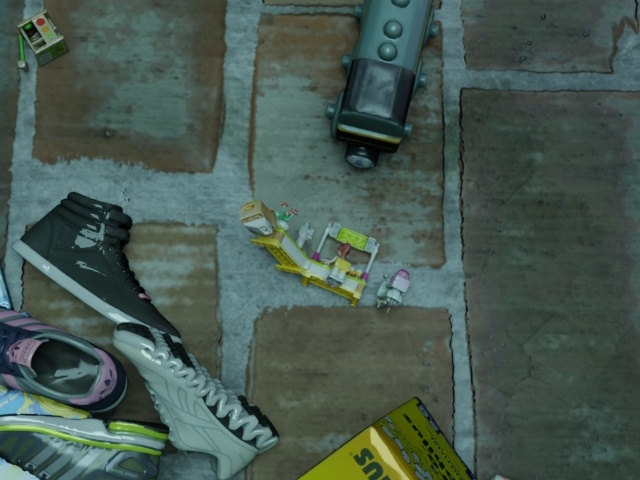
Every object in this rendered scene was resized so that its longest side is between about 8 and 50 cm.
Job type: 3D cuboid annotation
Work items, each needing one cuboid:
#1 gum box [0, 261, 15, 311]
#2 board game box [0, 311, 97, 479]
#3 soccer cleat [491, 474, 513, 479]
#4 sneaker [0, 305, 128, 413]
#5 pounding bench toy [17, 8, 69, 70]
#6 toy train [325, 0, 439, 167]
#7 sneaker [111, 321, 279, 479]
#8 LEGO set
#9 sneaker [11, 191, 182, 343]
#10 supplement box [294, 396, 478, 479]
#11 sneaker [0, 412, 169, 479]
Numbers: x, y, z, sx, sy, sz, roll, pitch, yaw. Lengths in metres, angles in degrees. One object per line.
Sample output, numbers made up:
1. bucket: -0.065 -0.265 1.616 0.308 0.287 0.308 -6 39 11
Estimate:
1. gum box: -0.550 0.064 1.800 0.156 0.041 0.184 -17 78 -8
2. board game box: -0.464 0.312 1.719 0.308 0.086 0.302 -34 80 -11
3. soccer cleat: 0.286 0.373 1.761 0.196 0.068 0.076 -11 74 -3
4. sneaker: -0.418 0.145 1.651 0.318 0.131 0.112 15 75 0
5. pounding bench toy: -0.449 -0.312 1.895 0.083 0.052 0.065 -32 80 -10
6. toy train: 0.102 -0.280 1.849 0.142 0.190 0.334 15 76 0
7. sneaker: -0.192 0.229 1.710 0.118 0.110 0.292 -46 110 1
8. LEGO set: 0.000 0.000 1.803 0.287 0.132 0.107 31 69 -18
9. sneaker: -0.299 0.035 1.788 0.295 0.104 0.147 34 81 10
10. supplement box: 0.082 0.350 1.583 0.195 0.356 0.194 -38 81 10
11. sneaker: -0.357 0.297 1.632 0.299 0.111 0.121 3 80 -1
